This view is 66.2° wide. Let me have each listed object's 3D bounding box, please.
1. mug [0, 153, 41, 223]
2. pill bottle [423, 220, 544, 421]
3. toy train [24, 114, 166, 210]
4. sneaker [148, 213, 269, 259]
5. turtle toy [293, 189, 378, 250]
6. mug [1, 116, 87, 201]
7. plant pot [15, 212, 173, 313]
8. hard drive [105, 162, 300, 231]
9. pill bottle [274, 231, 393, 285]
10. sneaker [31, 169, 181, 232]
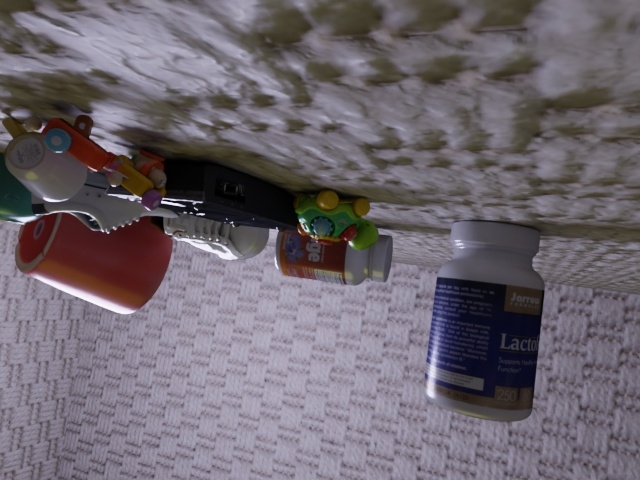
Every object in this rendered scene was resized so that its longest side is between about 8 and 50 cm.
[{"bbox_3d":[-0.511,-0.081,0.786,0.157,0.098,0.129,6,175,34],"label":"mug"},{"bbox_3d":[0.241,0.111,0.719,0.153,0.265,0.153,7,177,0],"label":"pill bottle"},{"bbox_3d":[-0.199,-0.085,0.476,0.125,0.046,0.166,37,178,-17],"label":"toy train"},{"bbox_3d":[-0.234,-0.022,0.976,0.290,0.106,0.123,7,179,37],"label":"sneaker"},{"bbox_3d":[0.023,-0.025,0.662,0.130,0.066,0.095,11,176,-28],"label":"turtle toy"},{"bbox_3d":[-0.279,-0.078,0.481,0.078,0.062,0.064,19,170,-2],"label":"mug"},{"bbox_3d":[-0.513,0.009,1.104,0.274,0.275,0.243,5,167,41],"label":"plant pot"},{"bbox_3d":[-0.132,-0.054,0.665,0.171,0.054,0.254,6,176,26],"label":"hard drive"},{"bbox_3d":[0.028,0.023,0.969,0.216,0.121,0.121,7,176,16],"label":"pill bottle"},{"bbox_3d":[-0.351,-0.057,0.821,0.094,0.091,0.258,5,175,43],"label":"sneaker"}]
